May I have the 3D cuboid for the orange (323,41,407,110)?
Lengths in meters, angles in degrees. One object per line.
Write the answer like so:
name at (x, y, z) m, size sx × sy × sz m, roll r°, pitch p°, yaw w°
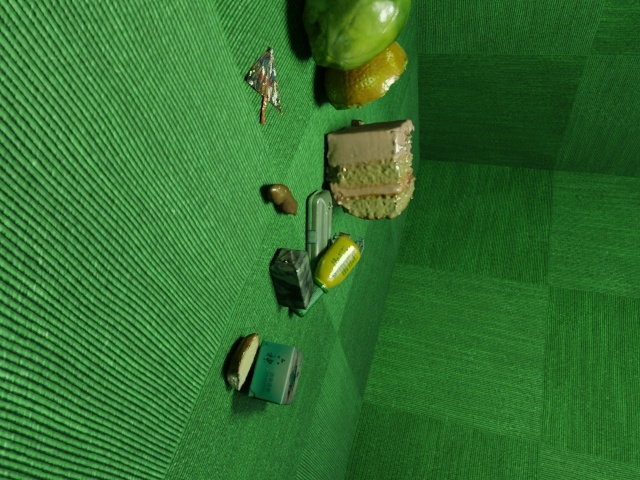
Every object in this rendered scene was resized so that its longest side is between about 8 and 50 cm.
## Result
orange at (0.140, -0.541, 1.568) m, size 0.334 × 0.263 × 0.195 m, roll -55°, pitch 132°, yaw -56°

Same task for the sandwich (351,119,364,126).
sandwich at (0.153, -0.444, 2.013) m, size 0.105 × 0.036 × 0.093 m, roll -41°, pitch 135°, yaw -66°

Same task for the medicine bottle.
medicine bottle at (0.015, 0.121, 1.626) m, size 0.111 × 0.076 × 0.309 m, roll 48°, pitch 67°, yaw -19°

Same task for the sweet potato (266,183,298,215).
sweet potato at (-0.099, -0.113, 1.346) m, size 0.218 × 0.051 × 0.065 m, roll 41°, pitch 55°, yaw -70°

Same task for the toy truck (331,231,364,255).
toy truck at (0.088, 0.052, 1.899) m, size 0.177 × 0.115 × 0.080 m, roll -59°, pitch 152°, yaw -47°

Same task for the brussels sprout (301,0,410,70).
brussels sprout at (0.080, -0.620, 1.329) m, size 0.268 × 0.344 × 0.343 m, roll 46°, pitch 50°, yaw -39°

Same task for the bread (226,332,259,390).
bread at (-0.195, 0.302, 1.246) m, size 0.129 × 0.044 × 0.126 m, roll -64°, pitch 163°, yaw -54°

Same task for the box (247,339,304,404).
box at (-0.116, 0.369, 1.373) m, size 0.245 × 0.092 × 0.153 m, roll 74°, pitch 27°, yaw -72°

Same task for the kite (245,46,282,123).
kite at (-0.127, -0.375, 1.208) m, size 0.232 × 0.009 × 0.189 m, roll 6°, pitch 91°, yaw -72°

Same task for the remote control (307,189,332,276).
remote control at (0.000, 0.000, 1.682) m, size 0.128 × 0.066 × 0.334 m, roll -49°, pitch 143°, yaw -63°

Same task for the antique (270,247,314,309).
antique at (-0.080, 0.107, 1.440) m, size 0.182 × 0.088 × 0.086 m, roll 81°, pitch 23°, yaw -43°

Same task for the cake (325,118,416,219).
cake at (0.181, -0.259, 1.780) m, size 0.314 × 0.294 × 0.306 m, roll -52°, pitch 141°, yaw -65°
